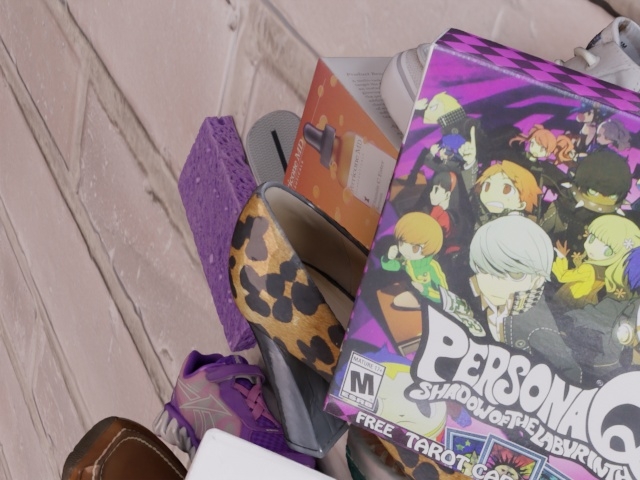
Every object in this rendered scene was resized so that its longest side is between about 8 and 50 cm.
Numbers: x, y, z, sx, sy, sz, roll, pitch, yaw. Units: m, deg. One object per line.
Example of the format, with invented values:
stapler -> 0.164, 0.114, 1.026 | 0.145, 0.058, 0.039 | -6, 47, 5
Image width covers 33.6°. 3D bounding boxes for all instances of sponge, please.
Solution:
sponge -> -0.088, -0.008, 1.043 | 0.117, 0.031, 0.210 | -58, 46, 47

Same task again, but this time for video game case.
video game case -> 0.133, 0.038, 0.496 | 0.232, 0.042, 0.210 | 23, 119, 13

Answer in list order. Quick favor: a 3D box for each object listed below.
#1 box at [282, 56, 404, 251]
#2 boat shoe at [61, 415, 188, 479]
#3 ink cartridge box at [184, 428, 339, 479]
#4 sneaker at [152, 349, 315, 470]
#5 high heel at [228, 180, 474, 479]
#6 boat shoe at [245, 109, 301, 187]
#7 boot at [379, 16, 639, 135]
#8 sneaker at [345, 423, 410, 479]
box -> 0.056, -0.027, 0.717 | 0.170, 0.091, 0.130 | 55, 140, 42
boat shoe -> -0.121, 0.290, 0.989 | 0.120, 0.122, 0.324 | 9, 139, 35
ink cartridge box -> -0.076, 0.278, 0.786 | 0.353, 0.119, 0.207 | 112, 180, -69
sneaker -> -0.081, 0.165, 1.006 | 0.236, 0.095, 0.105 | 17, 91, 56
high heel -> 0.069, 0.056, 0.592 | 0.261, 0.093, 0.186 | 3, 122, 28
boat shoe -> 0.000, 0.000, 0.849 | 0.076, 0.083, 0.226 | 46, -151, -59
boot -> 0.137, -0.070, 0.582 | 0.258, 0.095, 0.123 | 48, 129, 36
sneaker -> 0.103, 0.210, 0.651 | 0.302, 0.108, 0.121 | 33, 120, 55
